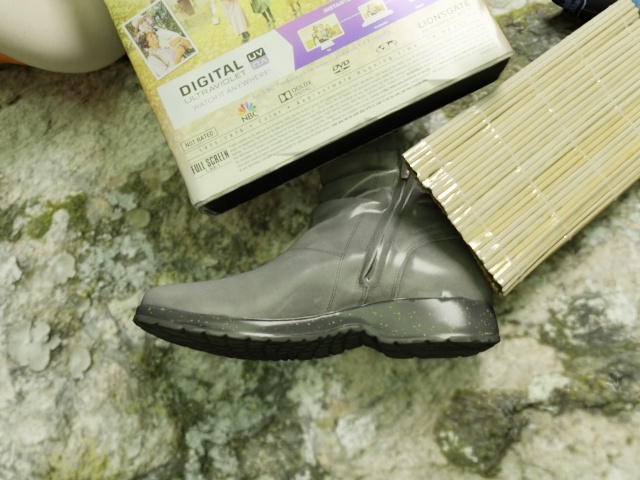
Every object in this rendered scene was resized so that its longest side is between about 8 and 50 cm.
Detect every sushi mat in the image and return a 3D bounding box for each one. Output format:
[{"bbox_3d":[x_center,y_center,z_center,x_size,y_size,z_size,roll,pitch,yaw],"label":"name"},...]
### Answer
[{"bbox_3d":[0.232,-0.099,0.488,0.316,0.019,0.151,-36,86,-16],"label":"sushi mat"}]

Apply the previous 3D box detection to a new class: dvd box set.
[{"bbox_3d":[-0.059,-0.274,0.497,0.307,0.062,0.420,-26,82,1],"label":"dvd box set"}]

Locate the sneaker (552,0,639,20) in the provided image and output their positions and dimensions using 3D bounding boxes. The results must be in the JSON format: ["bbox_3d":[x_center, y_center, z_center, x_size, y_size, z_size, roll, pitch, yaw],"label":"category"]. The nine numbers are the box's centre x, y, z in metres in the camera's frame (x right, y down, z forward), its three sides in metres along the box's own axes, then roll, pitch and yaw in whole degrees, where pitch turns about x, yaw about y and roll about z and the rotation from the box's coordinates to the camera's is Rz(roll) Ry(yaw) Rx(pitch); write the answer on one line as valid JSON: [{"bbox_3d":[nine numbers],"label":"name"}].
[{"bbox_3d":[0.329,-0.347,0.575,0.090,0.081,0.232,21,78,9],"label":"sneaker"}]

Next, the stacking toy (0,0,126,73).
[{"bbox_3d":[-0.493,-0.330,0.646,0.479,0.350,0.351,-9,70,26],"label":"stacking toy"}]

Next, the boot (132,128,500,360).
[{"bbox_3d":[0.000,0.000,0.519,0.338,0.118,0.223,0,69,-1],"label":"boot"}]
